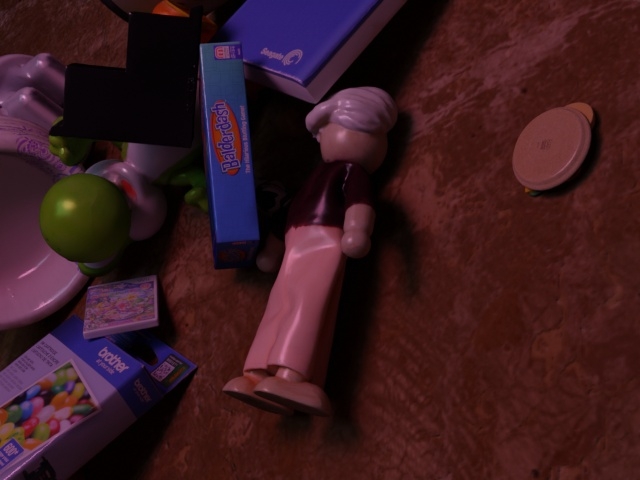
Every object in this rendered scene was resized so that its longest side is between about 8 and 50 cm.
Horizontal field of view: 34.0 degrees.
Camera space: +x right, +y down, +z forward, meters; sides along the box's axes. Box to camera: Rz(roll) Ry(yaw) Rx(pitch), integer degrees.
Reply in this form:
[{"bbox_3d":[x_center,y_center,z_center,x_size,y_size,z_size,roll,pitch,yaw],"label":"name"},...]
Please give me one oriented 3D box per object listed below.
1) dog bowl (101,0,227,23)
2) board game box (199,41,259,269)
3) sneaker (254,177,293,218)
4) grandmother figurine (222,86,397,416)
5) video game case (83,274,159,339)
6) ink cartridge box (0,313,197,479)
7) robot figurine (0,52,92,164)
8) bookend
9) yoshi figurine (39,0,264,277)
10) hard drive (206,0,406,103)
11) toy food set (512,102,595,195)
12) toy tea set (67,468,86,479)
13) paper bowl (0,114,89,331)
[{"bbox_3d":[-0.186,-0.477,1.322,0.150,0.408,0.408,-10,60,28],"label":"dog bowl"},{"bbox_3d":[-0.100,-0.085,1.127,0.160,0.047,0.210,118,147,-76],"label":"board game box"},{"bbox_3d":[-0.059,-0.050,1.180,0.109,0.044,0.040,30,94,54],"label":"sneaker"},{"bbox_3d":[0.000,0.000,1.043,0.208,0.104,0.342,-4,62,50],"label":"grandmother figurine"},{"bbox_3d":[-0.238,0.078,1.257,0.087,0.011,0.122,-11,24,-5],"label":"video game case"},{"bbox_3d":[-0.310,0.193,1.182,0.311,0.065,0.186,-38,35,-22],"label":"ink cartridge box"},{"bbox_3d":[-0.488,-0.150,1.597,0.353,0.200,0.300,-23,37,39],"label":"robot figurine"},{"bbox_3d":[-0.214,-0.189,1.165,0.072,0.157,0.156,-112,27,-76],"label":"bookend"},{"bbox_3d":[-0.220,-0.101,1.277,0.362,0.203,0.203,-55,45,13],"label":"yoshi figurine"},{"bbox_3d":[0.032,-0.298,1.157,0.319,0.040,0.210,-49,39,-10],"label":"hard drive"},{"bbox_3d":[0.203,-0.081,0.920,0.082,0.020,0.083,-19,55,42],"label":"toy food set"},{"bbox_3d":[-0.398,0.246,1.315,0.336,0.124,0.200,-6,63,46],"label":"toy tea set"},{"bbox_3d":[-0.444,-0.031,1.408,0.284,0.284,0.148,-55,35,8],"label":"paper bowl"}]
